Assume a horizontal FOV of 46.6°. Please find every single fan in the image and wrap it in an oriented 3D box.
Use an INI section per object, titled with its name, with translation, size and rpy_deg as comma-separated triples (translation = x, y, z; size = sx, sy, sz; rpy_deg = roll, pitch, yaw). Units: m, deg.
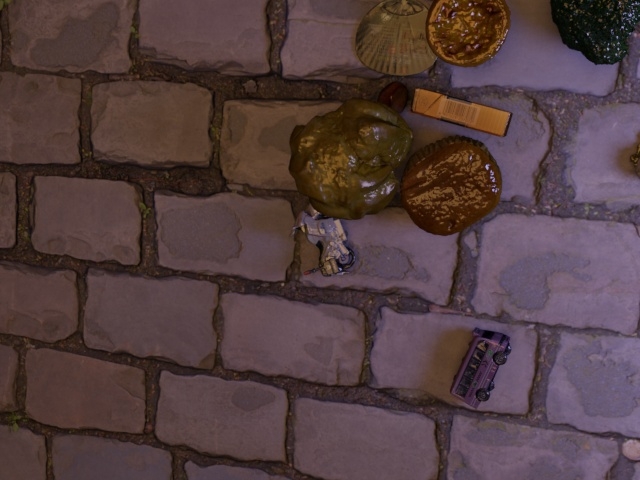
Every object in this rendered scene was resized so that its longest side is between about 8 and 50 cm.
[fan]
translation = 0.228, -0.555, 1.917
size = 0.223, 0.012, 0.294
rpy_deg = 39, 108, 8

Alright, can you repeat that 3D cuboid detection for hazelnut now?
[hazelnut]
translation = 0.187, -0.368, 1.928
size = 0.086, 0.086, 0.086
rpy_deg = 3, 99, 17

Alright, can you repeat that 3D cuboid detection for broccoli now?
[broccoli]
translation = 0.659, -0.558, 1.682
size = 0.297, 0.297, 0.297
rpy_deg = -16, 94, -13

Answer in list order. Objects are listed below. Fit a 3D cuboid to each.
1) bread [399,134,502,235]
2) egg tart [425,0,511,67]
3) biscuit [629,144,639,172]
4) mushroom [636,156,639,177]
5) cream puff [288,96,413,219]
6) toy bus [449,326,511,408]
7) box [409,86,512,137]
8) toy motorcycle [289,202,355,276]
[bread]
translation = 0.327, -0.142, 1.879
size = 0.253, 0.142, 0.227
rpy_deg = -25, 103, 15
[egg tart]
translation = 0.362, -0.519, 1.811
size = 0.202, 0.147, 0.202
rpy_deg = 3, 100, 16
[biscuit]
translation = 0.835, -0.185, 1.783
size = 0.144, 0.016, 0.203
rpy_deg = -37, 87, 18
[mushroom]
translation = 0.790, -0.174, 1.754
size = 0.083, 0.067, 0.083
rpy_deg = 1, 93, 11
[cream puff]
translation = 0.095, -0.195, 1.836
size = 0.270, 0.323, 0.274
rpy_deg = -22, 76, 40
[toy bus]
translation = 0.420, 0.329, 1.946
size = 0.108, 0.096, 0.199
rpy_deg = 25, 107, 17
[box]
translation = 0.350, -0.317, 1.841
size = 0.237, 0.152, 0.070
rpy_deg = 20, 105, 14
[toy motorcycle]
translation = 0.000, 0.000, 2.026
size = 0.150, 0.102, 0.221
rpy_deg = -22, 91, 6
